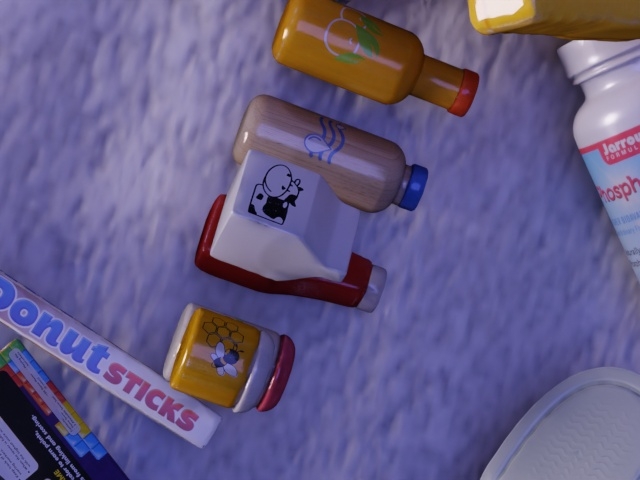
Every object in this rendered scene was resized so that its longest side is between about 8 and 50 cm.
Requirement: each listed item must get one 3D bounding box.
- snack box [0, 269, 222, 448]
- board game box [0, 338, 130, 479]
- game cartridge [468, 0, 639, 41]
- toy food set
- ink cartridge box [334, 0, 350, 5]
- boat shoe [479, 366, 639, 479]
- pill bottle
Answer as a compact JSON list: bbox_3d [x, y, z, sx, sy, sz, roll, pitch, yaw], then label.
[{"bbox_3d":[-0.130,0.046,0.968,0.178,0.064,0.022,34,84,-6],"label":"snack box"},{"bbox_3d":[-0.149,0.156,0.939,0.141,0.048,0.170,-40,93,-36],"label":"board game box"},{"bbox_3d":[0.163,-0.238,0.949,0.324,0.053,0.285,-4,87,-44],"label":"game cartridge"},{"bbox_3d":[0.000,0.000,0.959,0.105,0.111,0.232,20,53,-8],"label":"toy food set"},{"bbox_3d":[-0.069,-0.209,0.936,0.237,0.172,0.100,21,83,-8],"label":"ink cartridge box"},{"bbox_3d":[0.081,0.201,0.975,0.302,0.091,0.114,-43,50,-4],"label":"boat shoe"},{"bbox_3d":[0.184,-0.039,1.010,0.087,0.087,0.160,-25,91,-9],"label":"pill bottle"}]
